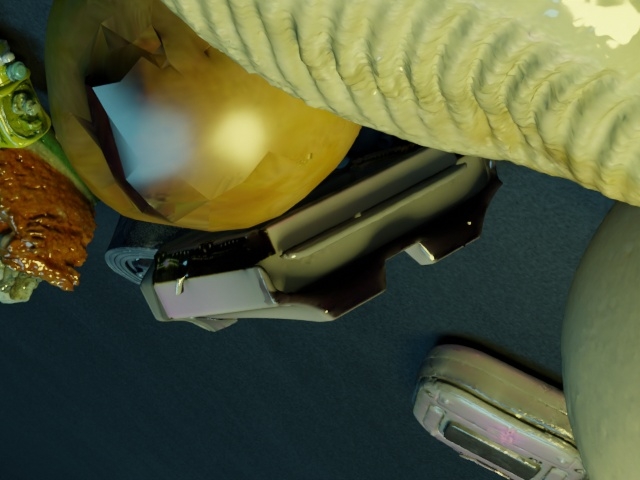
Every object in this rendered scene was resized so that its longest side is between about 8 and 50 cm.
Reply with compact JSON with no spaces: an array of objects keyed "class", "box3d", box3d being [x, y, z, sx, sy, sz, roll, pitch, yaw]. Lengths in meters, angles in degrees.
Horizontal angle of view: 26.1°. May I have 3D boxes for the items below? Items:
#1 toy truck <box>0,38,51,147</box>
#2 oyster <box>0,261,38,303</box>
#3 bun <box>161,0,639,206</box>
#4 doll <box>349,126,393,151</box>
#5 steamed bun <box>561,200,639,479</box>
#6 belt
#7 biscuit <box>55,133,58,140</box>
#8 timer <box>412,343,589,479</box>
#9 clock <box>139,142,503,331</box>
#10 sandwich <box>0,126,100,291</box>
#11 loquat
[{"class":"toy truck","box3d":[-0.306,-0.144,1.332,0.077,0.076,0.111,10,132,37]},{"class":"oyster","box3d":[-0.489,-0.020,1.745,0.268,0.112,0.198,23,155,9]},{"class":"bun","box3d":[0.087,-0.166,0.692,0.365,0.219,0.365,23,171,4]},{"class":"doll","box3d":[-0.004,-0.112,1.091,0.143,0.057,0.099,30,135,-3]},{"class":"steamed bun","box3d":[0.278,0.067,0.795,0.206,0.324,0.324,14,168,-36]},{"class":"belt","box3d":[-0.120,0.012,1.414,0.190,0.082,0.141,11,159,15]},{"class":"biscuit","box3d":[-0.198,-0.099,1.357,0.144,0.033,0.224,41,155,-19]},{"class":"timer","box3d":[0.194,0.190,1.434,0.208,0.069,0.191,24,158,10]},{"class":"clock","box3d":[0.000,0.000,1.071,0.186,0.253,0.083,-11,103,56]},{"class":"sandwich","box3d":[-0.323,-0.044,1.459,0.109,0.160,0.185,-6,149,24]},{"class":"loquat","box3d":[-0.080,-0.120,0.952,0.235,0.235,0.235,25,155,12]}]
